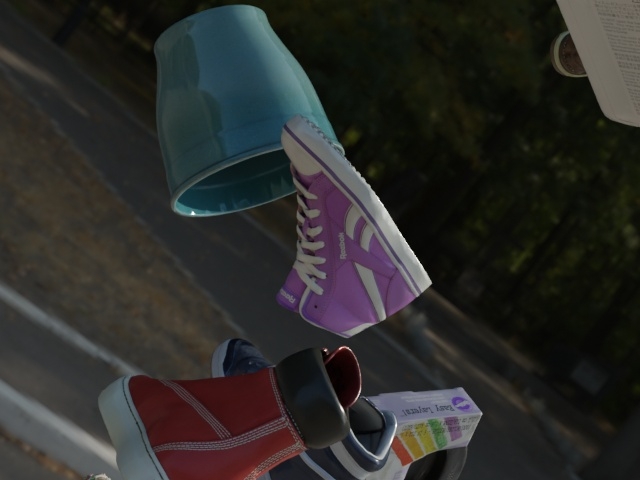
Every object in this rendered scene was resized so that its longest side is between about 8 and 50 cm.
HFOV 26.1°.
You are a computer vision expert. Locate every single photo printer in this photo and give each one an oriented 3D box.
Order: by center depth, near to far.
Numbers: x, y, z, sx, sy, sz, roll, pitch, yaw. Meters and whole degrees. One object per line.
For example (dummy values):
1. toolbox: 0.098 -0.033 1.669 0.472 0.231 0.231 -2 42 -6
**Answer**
1. photo printer: 0.410 -0.251 1.595 0.256 0.107 0.307 13 -28 38

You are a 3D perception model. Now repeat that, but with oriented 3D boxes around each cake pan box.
1. cake pan box: 0.090 0.336 2.039 0.266 0.246 0.070 -1 37 -34

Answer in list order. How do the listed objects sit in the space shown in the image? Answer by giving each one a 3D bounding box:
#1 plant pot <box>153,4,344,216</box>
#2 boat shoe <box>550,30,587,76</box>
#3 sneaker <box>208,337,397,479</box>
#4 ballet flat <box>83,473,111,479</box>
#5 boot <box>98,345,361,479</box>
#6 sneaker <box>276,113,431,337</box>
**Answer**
1. plant pot: -0.132 -0.204 2.083 0.271 0.271 0.255 31 39 -75
2. boat shoe: 0.459 -0.283 1.954 0.095 0.257 0.095 -170 -119 -74
3. sneaker: -0.018 0.173 1.456 0.099 0.153 0.282 35 19 -38
4. ballet flat: -0.314 0.392 1.791 0.091 0.241 0.077 -12 31 -35
5. boot: -0.062 0.121 0.992 0.088 0.176 0.244 63 -10 -14
6. sneaker: 0.000 0.001 1.555 0.282 0.161 0.102 56 -1 -30
